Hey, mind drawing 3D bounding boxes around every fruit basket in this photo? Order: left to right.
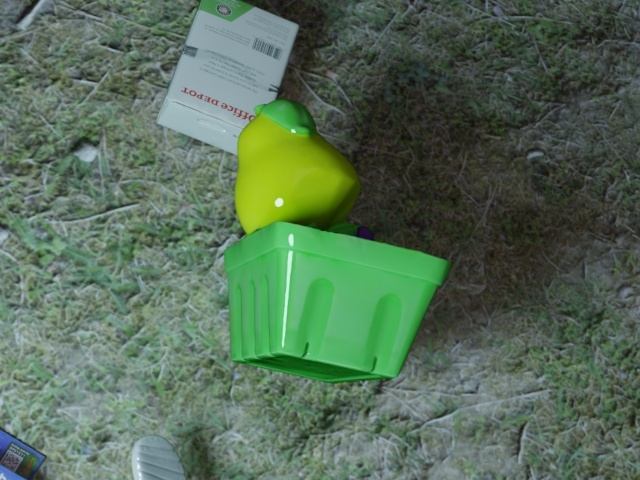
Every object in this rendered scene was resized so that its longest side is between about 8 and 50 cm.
[{"bbox_3d":[0.000,0.000,1.847,0.283,0.392,0.392,14,65,-14],"label":"fruit basket"}]

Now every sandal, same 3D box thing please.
[{"bbox_3d":[-0.206,0.390,1.774,0.102,0.076,0.265,-10,83,-48],"label":"sandal"}]

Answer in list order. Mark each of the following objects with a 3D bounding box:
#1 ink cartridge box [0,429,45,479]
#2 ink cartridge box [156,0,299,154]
[{"bbox_3d":[-0.504,0.354,1.692,0.186,0.065,0.311,33,60,-5],"label":"ink cartridge box"},{"bbox_3d":[-0.143,-0.257,2.055,0.160,0.092,0.219,22,63,-10],"label":"ink cartridge box"}]
